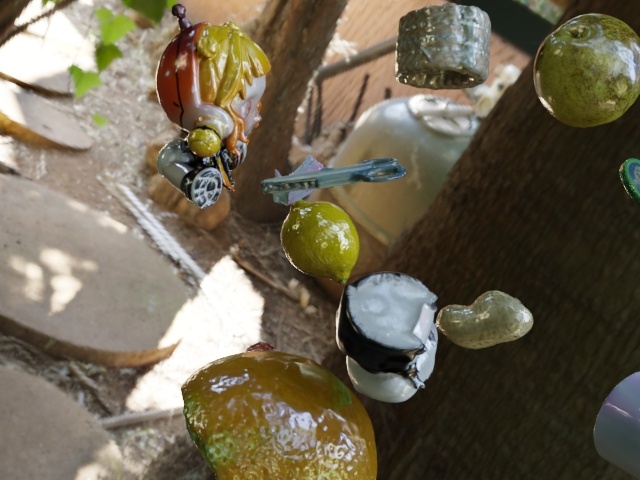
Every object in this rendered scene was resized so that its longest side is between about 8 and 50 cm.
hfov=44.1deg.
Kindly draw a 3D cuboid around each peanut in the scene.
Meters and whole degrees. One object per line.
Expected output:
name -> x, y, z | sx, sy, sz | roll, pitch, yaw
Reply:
peanut -> 0.408, 0.202, 1.990 | 0.122, 0.253, 0.137 | 43, 38, -43

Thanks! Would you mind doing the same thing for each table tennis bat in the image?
table tennis bat -> 0.629, -0.107, 1.481 | 0.160, 0.039, 0.257 | 39, 37, -3

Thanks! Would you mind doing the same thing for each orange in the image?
orange -> -0.055, 0.278, 1.203 | 0.334, 0.196, 0.262 | 22, 7, -17

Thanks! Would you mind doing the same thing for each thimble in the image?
thimble -> 0.256, -0.404, 1.658 | 0.196, 0.148, 0.229 | 3, 0, 5

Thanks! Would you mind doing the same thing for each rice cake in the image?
rice cake -> -0.045, -0.141, 1.798 | 0.051, 0.081, 0.290 | -3, 12, 17

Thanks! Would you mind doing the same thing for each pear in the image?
pear -> 0.467, -0.304, 1.394 | 0.197, 0.197, 0.197 | 28, 23, -13

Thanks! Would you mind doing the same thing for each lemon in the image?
lemon -> 0.000, 0.000, 1.970 | 0.244, 0.187, 0.187 | 54, 20, -10

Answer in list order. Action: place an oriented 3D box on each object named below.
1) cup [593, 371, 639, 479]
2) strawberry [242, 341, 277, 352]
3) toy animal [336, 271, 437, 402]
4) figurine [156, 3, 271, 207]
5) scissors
cup -> 0.870, 0.494, 1.895 | 0.253, 0.253, 0.371 | 18, 6, -34
strawberry -> -0.158, 0.353, 1.825 | 0.190, 0.236, 0.111 | 15, -5, 1
toy animal -> 0.153, 0.229, 1.798 | 0.251, 0.310, 0.251 | 0, 52, 0
figurine -> -0.200, -0.248, 1.427 | 0.196, 0.323, 0.320 | 13, 25, 1
scissors -> 0.024, -0.127, 1.592 | 0.289, 0.041, 0.138 | -7, 21, -5
